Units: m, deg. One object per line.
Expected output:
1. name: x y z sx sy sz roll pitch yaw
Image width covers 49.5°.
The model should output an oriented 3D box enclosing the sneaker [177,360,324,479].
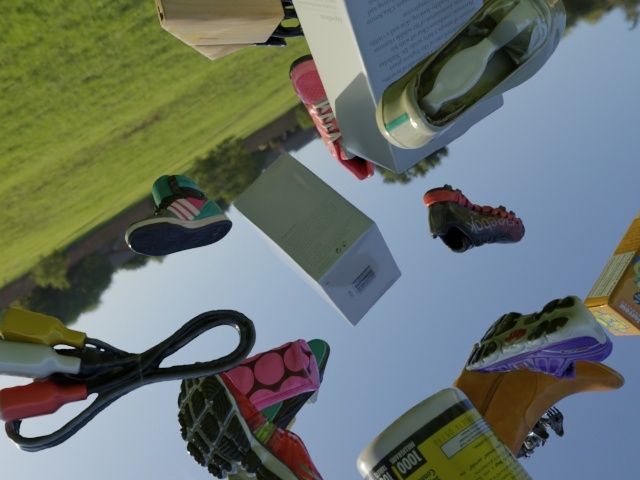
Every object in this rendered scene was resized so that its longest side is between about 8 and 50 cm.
1. sneaker: -0.085 0.277 0.932 0.107 0.279 0.118 -49 160 22

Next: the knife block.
1. knife block: -0.119 -0.403 1.175 0.242 0.088 0.275 -18 172 16

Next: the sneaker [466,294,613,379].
1. sneaker: 0.205 0.110 0.669 0.068 0.071 0.170 -48 -173 -28

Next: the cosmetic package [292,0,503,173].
1. cosmetic package: 0.097 -0.356 1.019 0.230 0.453 0.161 -33 -146 -17

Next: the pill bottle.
1. pill bottle: 0.214 0.380 0.925 0.187 0.334 0.188 -31 156 -16

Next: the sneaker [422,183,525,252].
1. sneaker: 0.348 -0.023 1.568 0.097 0.276 0.135 -30 -131 55

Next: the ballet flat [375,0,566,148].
1. ballet flat: 0.156 -0.173 0.641 0.248 0.086 0.086 -43 -168 -16

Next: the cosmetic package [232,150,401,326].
1. cosmetic package: 0.000 0.000 1.204 0.138 0.224 0.224 -47 151 -7

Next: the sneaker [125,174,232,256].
1. sneaker: -0.361 -0.071 1.633 0.295 0.178 0.124 -9 142 -53

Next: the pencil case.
1. pencil case: -0.102 0.235 1.106 0.209 0.095 0.098 -25 -160 0

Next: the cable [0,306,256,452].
1. cable: -0.206 0.132 0.696 0.287 0.140 0.072 -2 161 -8

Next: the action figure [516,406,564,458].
1. action figure: 0.557 0.524 1.917 0.164 0.141 0.276 -15 153 -21

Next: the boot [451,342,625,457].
1. boot: 0.377 0.305 1.252 0.295 0.104 0.211 5 -125 31

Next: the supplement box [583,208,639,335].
1. supplement box: 0.488 0.028 1.033 0.233 0.078 0.080 -54 -176 -11

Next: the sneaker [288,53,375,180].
1. sneaker: 0.045 -0.231 1.337 0.115 0.314 0.136 -20 -125 18

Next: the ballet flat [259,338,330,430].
1. ballet flat: -0.068 0.334 1.467 0.095 0.096 0.280 25 -113 43
